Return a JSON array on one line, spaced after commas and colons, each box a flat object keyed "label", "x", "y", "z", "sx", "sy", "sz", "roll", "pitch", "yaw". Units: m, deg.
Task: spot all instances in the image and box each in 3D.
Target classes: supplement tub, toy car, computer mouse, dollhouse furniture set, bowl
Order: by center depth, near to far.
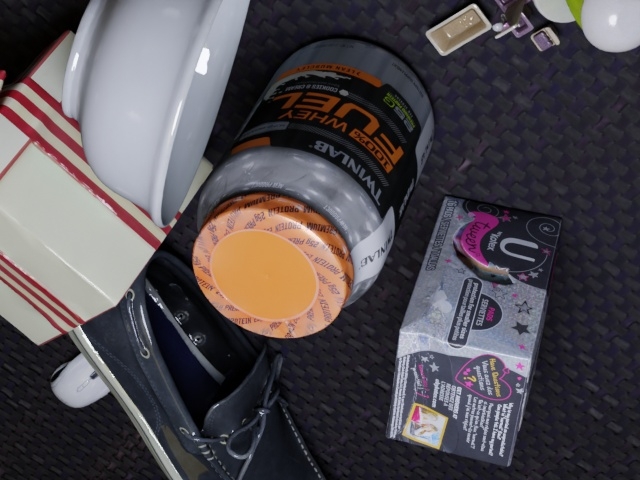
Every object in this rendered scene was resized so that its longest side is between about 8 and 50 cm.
[{"label": "toy car", "x": 0.268, "y": -0.271, "z": 1.227, "sx": 0.136, "sy": 0.159, "sz": 0.182, "roll": -26, "pitch": 119, "yaw": -7}, {"label": "bowl", "x": -0.171, "y": -0.172, "z": 1.334, "sx": 0.134, "sy": 0.298, "sz": 0.298, "roll": 19, "pitch": 129, "yaw": 0}, {"label": "dollhouse furniture set", "x": 0.166, "y": -0.197, "z": 1.340, "sx": 0.114, "sy": 0.081, "sz": 0.091, "roll": -28, "pitch": 112, "yaw": 34}, {"label": "supplement tub", "x": -0.006, "y": -0.056, "z": 1.356, "sx": 0.194, "sy": 0.316, "sz": 0.193, "roll": 9, "pitch": 128, "yaw": 12}, {"label": "computer mouse", "x": -0.309, "y": 0.184, "z": 1.820, "sx": 0.106, "sy": 0.042, "sz": 0.193, "roll": 41, "pitch": 128, "yaw": -14}]

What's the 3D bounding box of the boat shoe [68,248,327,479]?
[{"label": "boat shoe", "x": -0.124, "y": 0.210, "z": 1.687, "sx": 0.156, "sy": 0.187, "sz": 0.500, "roll": -24, "pitch": 109, "yaw": 39}]

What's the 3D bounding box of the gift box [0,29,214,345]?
[{"label": "gift box", "x": -0.310, "y": -0.072, "z": 1.504, "sx": 0.258, "sy": 0.276, "sz": 0.255, "roll": 41, "pitch": 141, "yaw": -17}]

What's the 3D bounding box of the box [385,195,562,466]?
[{"label": "box", "x": 0.171, "y": 0.091, "z": 1.446, "sx": 0.142, "sy": 0.247, "sz": 0.163, "roll": 12, "pitch": 128, "yaw": 9}]
